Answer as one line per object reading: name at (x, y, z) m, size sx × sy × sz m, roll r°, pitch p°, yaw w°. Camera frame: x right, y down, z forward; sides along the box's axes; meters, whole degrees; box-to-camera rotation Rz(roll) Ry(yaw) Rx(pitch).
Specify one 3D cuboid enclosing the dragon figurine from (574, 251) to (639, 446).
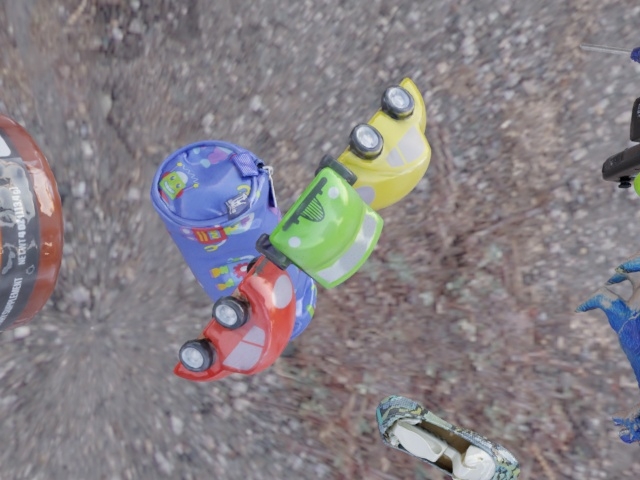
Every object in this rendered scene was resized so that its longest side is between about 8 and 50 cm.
dragon figurine at (0.294, 0.063, 1.036) m, size 0.085 × 0.289 × 0.144 m, roll -36°, pitch 77°, yaw -32°

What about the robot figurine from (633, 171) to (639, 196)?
robot figurine at (0.195, -0.016, 0.606) m, size 0.067 × 0.101 × 0.115 m, roll -18°, pitch 127°, yaw -24°

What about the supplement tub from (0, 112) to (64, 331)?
supplement tub at (-0.210, 0.003, 0.540) m, size 0.198 × 0.106 × 0.106 m, roll -12°, pitch 88°, yaw -48°

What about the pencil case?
pencil case at (-0.087, 0.005, 1.521) m, size 0.133 × 0.306 × 0.119 m, roll -21°, pitch 56°, yaw 2°

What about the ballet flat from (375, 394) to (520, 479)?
ballet flat at (0.145, 0.246, 1.542) m, size 0.188 × 0.070 × 0.070 m, roll 26°, pitch 82°, yaw -4°

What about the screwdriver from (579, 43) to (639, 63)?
screwdriver at (0.202, -0.121, 0.876) m, size 0.024 × 0.170 × 0.025 m, roll 31°, pitch 89°, yaw -15°

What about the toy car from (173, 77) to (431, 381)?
toy car at (0.000, 0.000, 0.768) m, size 0.053 × 0.225 × 0.239 m, roll 38°, pitch 87°, yaw -1°

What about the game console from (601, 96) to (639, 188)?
game console at (0.352, -0.078, 1.136) m, size 0.213 × 0.361 × 0.044 m, roll 8°, pitch 85°, yaw -5°
